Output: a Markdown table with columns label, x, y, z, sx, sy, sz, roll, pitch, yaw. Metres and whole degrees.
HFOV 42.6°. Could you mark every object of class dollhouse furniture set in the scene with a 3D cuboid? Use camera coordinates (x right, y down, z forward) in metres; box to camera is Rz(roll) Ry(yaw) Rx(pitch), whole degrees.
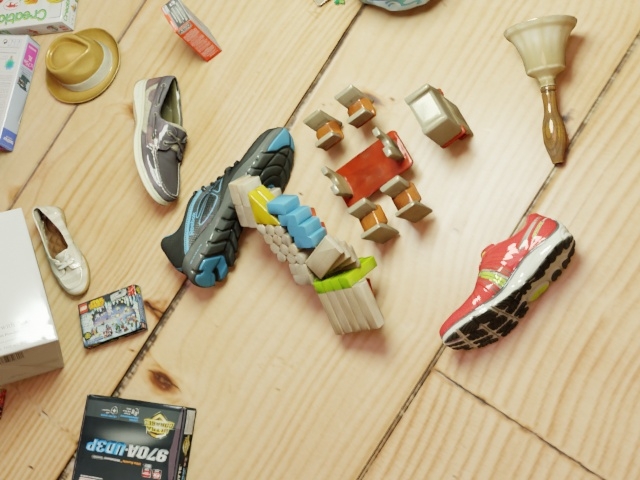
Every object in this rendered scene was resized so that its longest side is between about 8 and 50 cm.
| label | x | y | z | sx | sy | sz | roll | pitch | yaw |
| --- | --- | --- | --- | --- | --- | --- | --- | --- | --- |
| dollhouse furniture set | 0.134 | -0.159 | 1.486 | 0.259 | 0.135 | 0.262 | -34 | 67 | 21 |

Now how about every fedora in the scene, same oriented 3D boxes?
| label | x | y | z | sx | sy | sz | roll | pitch | yaw |
| --- | --- | --- | --- | --- | --- | --- | --- | --- | --- |
| fedora | -0.535 | -0.395 | 1.795 | 0.194 | 0.079 | 0.195 | -5 | 75 | 18 |

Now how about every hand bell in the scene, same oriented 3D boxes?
| label | x | y | z | sx | sy | sz | roll | pitch | yaw |
| --- | --- | --- | --- | --- | --- | --- | --- | --- | --- |
| hand bell | 0.397 | -0.253 | 1.423 | 0.126 | 0.126 | 0.242 | -8 | 87 | 18 |

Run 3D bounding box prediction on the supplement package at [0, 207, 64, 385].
| label | x | y | z | sx | sy | sz | roll | pitch | yaw |
| --- | --- | --- | --- | --- | --- | --- | --- | --- | --- |
| supplement package | -0.632 | 0.116 | 1.615 | 0.177 | 0.175 | 0.293 | -16 | 68 | -19 |

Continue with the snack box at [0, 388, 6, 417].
| label | x | y | z | sx | sy | sz | roll | pitch | yaw |
| --- | --- | --- | --- | --- | --- | --- | --- | --- | --- |
| snack box | -0.766 | 0.313 | 1.629 | 0.174 | 0.207 | 0.070 | 2 | 77 | 21 |

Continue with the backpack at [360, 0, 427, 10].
| label | x | y | z | sx | sy | sz | roll | pitch | yaw |
| --- | --- | --- | --- | --- | --- | --- | --- | --- | --- |
| backpack | 0.146 | -0.612 | 1.530 | 0.290 | 0.273 | 0.356 | 16 | 94 | 16 |

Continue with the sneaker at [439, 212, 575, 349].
| label | x | y | z | sx | sy | sz | roll | pitch | yaw |
| --- | --- | --- | --- | --- | --- | --- | --- | --- | --- |
| sneaker | 0.299 | 0.069 | 1.379 | 0.279 | 0.107 | 0.118 | -44 | 48 | 2 |

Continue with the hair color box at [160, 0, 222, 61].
| label | x | y | z | sx | sy | sz | roll | pitch | yaw |
| --- | --- | --- | --- | --- | --- | --- | --- | --- | --- |
| hair color box | -0.261 | -0.428 | 1.669 | 0.043 | 0.141 | 0.072 | -36 | 67 | 8 |

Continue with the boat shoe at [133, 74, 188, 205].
| label | x | y | z | sx | sy | sz | roll | pitch | yaw |
| --- | --- | --- | --- | --- | --- | --- | --- | --- | --- |
| boat shoe | -0.316 | -0.211 | 1.658 | 0.092 | 0.103 | 0.285 | -19 | 65 | 20 |

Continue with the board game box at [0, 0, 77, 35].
| label | x | y | z | sx | sy | sz | roll | pitch | yaw |
| --- | --- | --- | --- | --- | --- | --- | --- | --- | --- |
| board game box | -0.703 | -0.571 | 1.915 | 0.305 | 0.053 | 0.193 | -1 | 76 | 20 |

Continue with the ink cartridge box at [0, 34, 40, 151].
| label | x | y | z | sx | sy | sz | roll | pitch | yaw |
| --- | --- | --- | --- | --- | --- | --- | --- | --- | --- |
| ink cartridge box | -0.763 | -0.316 | 1.865 | 0.185 | 0.065 | 0.311 | 7 | 76 | 18 |

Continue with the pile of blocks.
| label | x | y | z | sx | sy | sz | roll | pitch | yaw |
| --- | --- | --- | --- | --- | --- | --- | --- | --- | --- |
| pile of blocks | 0.000 | 0.000 | 1.444 | 0.362 | 0.112 | 0.149 | 48 | 136 | 6 |

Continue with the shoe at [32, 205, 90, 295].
| label | x | y | z | sx | sy | sz | roll | pitch | yaw |
| --- | --- | --- | --- | --- | --- | --- | --- | --- | --- |
| shoe | -0.543 | 0.019 | 1.703 | 0.076 | 0.058 | 0.219 | -33 | 68 | 10 |

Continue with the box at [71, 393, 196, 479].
| label | x | y | z | sx | sy | sz | roll | pitch | yaw |
| --- | --- | --- | --- | --- | --- | --- | --- | --- | --- |
| box | -0.350 | 0.388 | 1.543 | 0.220 | 0.051 | 0.175 | 4 | 78 | 20 |

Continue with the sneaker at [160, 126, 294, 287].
| label | x | y | z | sx | sy | sz | roll | pitch | yaw |
| --- | --- | --- | --- | --- | --- | --- | --- | --- | --- |
| sneaker | -0.181 | -0.084 | 1.564 | 0.139 | 0.125 | 0.341 | 32 | 86 | 32 |

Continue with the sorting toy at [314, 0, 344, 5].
| label | x | y | z | sx | sy | sz | roll | pitch | yaw |
| --- | --- | --- | --- | --- | --- | --- | --- | --- | --- |
| sorting toy | 0.015 | -0.498 | 1.657 | 0.062 | 0.012 | 0.083 | -32 | 65 | 5 |

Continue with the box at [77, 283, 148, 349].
| label | x | y | z | sx | sy | sz | roll | pitch | yaw |
| --- | --- | --- | --- | --- | --- | --- | --- | --- | --- |
| box | -0.415 | 0.153 | 1.640 | 0.137 | 0.027 | 0.094 | -20 | 70 | 14 |
